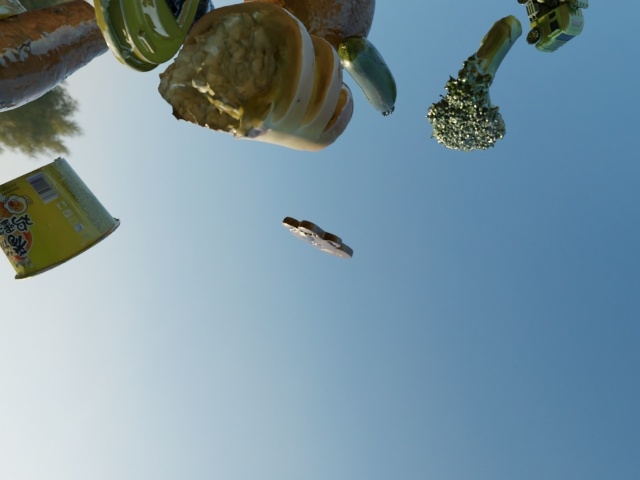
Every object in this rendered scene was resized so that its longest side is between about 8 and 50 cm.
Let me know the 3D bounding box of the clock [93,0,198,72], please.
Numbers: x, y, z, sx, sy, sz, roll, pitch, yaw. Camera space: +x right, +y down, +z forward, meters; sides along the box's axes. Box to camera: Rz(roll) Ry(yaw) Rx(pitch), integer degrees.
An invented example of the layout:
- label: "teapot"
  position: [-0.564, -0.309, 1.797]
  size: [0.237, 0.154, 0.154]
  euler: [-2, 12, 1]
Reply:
- label: "clock"
  position: [-0.191, -0.320, 0.520]
  size: [0.056, 0.237, 0.237]
  euler: [15, -111, 1]

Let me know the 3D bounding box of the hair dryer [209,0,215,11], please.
- label: "hair dryer"
  position: [-0.451, -0.854, 1.580]
  size: [0.121, 0.301, 0.361]
  euler: [-15, -169, -5]

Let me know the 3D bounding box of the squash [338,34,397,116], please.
- label: "squash"
  position: [0.130, -0.377, 1.021]
  size: [0.087, 0.331, 0.087]
  euler: [-5, -102, 23]

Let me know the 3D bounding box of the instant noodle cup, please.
- label: "instant noodle cup"
  position: [-0.642, -0.059, 0.998]
  size: [0.264, 0.200, 0.264]
  euler: [-21, -156, 10]

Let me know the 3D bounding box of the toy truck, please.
- label: "toy truck"
  position: [0.496, -0.513, 0.909]
  size: [0.116, 0.085, 0.191]
  euler: [-18, -98, 59]

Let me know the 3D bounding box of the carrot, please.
- label: "carrot"
  position: [-0.496, -0.307, 0.718]
  size: [0.138, 0.139, 0.302]
  euler: [-9, -151, 39]

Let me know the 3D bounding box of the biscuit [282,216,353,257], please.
- label: "biscuit"
  position: [0.000, 0.000, 1.205]
  size: [0.179, 0.236, 0.039]
  euler: [11, -104, 46]

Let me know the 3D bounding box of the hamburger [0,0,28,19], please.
- label: "hamburger"
  position: [-0.668, -0.356, 0.767]
  size: [0.295, 0.152, 0.227]
  euler: [-20, -165, 1]

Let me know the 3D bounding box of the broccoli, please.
- label: "broccoli"
  position: [0.490, -0.458, 1.345]
  size: [0.397, 0.274, 0.353]
  euler: [-66, -175, -30]

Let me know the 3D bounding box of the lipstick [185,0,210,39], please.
- label: "lipstick"
  position: [-0.251, -0.587, 0.950]
  size: [0.051, 0.051, 0.312]
  euler: [-107, -142, -67]

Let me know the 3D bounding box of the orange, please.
- label: "orange"
  position: [-0.028, -0.565, 1.043]
  size: [0.322, 0.322, 0.358]
  euler: [3, -91, 44]

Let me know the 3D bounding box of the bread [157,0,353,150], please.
- label: "bread"
  position: [-0.088, -0.278, 0.742]
  size: [0.315, 0.270, 0.212]
  euler: [28, -69, 37]
